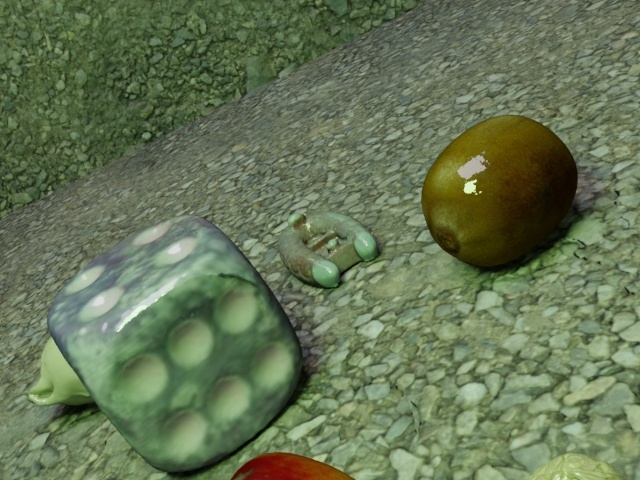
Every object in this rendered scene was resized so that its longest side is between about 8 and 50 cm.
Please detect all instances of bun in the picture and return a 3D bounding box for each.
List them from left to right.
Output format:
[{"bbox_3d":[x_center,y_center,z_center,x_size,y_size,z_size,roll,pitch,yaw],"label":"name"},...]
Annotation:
[{"bbox_3d":[0.227,0.243,0.684,0.115,0.069,0.115,-24,24,12],"label":"bun"}]

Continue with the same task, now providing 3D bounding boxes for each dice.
[{"bbox_3d":[-0.205,0.141,1.079,0.270,0.270,0.271,-37,27,-15],"label":"dice"}]

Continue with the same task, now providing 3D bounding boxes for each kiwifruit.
[{"bbox_3d":[0.254,-0.068,1.088,0.234,0.196,0.196,-47,30,-19],"label":"kiwifruit"}]

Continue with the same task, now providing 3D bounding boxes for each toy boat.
[{"bbox_3d":[0.000,0.000,1.345,0.155,0.085,0.227,-37,27,-13],"label":"toy boat"}]

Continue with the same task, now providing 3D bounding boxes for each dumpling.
[{"bbox_3d":[-0.397,0.210,1.322,0.258,0.147,0.193,-36,-5,-2],"label":"dumpling"}]

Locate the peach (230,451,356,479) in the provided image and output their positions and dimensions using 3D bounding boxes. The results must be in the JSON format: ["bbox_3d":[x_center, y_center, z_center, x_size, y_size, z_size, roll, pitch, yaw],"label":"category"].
[{"bbox_3d":[-0.008,0.318,0.724,0.196,0.226,0.190,-60,-13,10],"label":"peach"}]
